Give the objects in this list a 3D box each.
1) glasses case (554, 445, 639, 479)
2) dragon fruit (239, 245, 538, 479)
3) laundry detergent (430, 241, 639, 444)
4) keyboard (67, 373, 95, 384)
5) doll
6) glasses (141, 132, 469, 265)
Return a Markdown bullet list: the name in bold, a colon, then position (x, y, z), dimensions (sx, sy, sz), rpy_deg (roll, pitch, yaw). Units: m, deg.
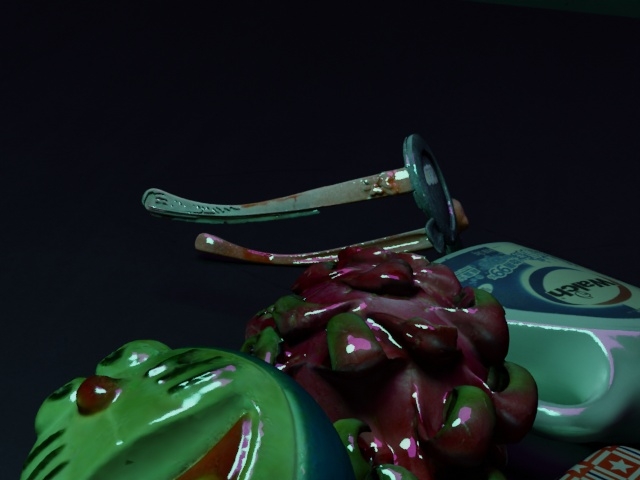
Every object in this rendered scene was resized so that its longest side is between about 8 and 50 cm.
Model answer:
- **glasses case**: position (0.177, 0.196, 1.033), dimensions (0.073, 0.049, 0.194), rpy_deg (21, 28, 34)
- **dragon fruit**: position (0.050, 0.106, 1.045), dimensions (0.218, 0.198, 0.273), rpy_deg (22, -3, -29)
- **laundry detergent**: position (0.200, 0.097, 1.216), dimensions (0.215, 0.105, 0.280), rpy_deg (-16, 30, -40)
- **keyboard**: position (-0.075, 0.125, 1.214), dimensions (0.250, 0.017, 0.087), rpy_deg (1, 23, -6)
- **doll**: position (-0.063, 0.183, 0.860), dimensions (0.198, 0.186, 0.322), rpy_deg (-29, 46, -1)
- **glasses**: position (0.000, 0.000, 1.390), dimensions (0.268, 0.118, 0.234), rpy_deg (-13, -13, 9)
